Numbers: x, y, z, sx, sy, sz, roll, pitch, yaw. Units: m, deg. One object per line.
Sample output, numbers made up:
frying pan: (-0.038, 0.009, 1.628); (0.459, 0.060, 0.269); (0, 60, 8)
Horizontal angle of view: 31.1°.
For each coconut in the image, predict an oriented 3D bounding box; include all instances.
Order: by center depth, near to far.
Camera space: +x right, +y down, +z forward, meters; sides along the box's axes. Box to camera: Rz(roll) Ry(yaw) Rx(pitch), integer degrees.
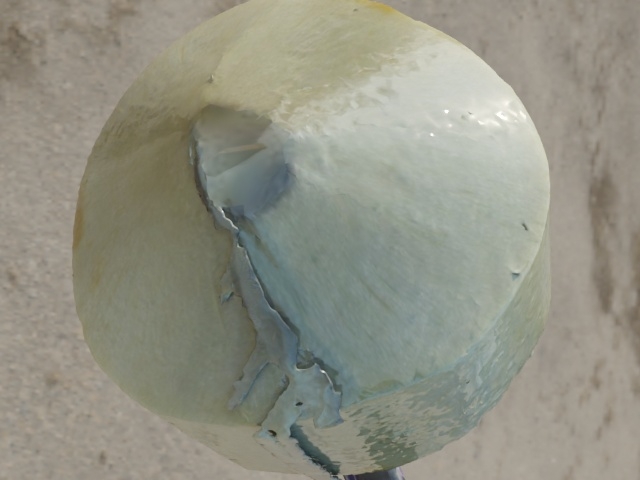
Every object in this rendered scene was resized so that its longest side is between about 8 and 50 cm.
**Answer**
coconut: (0.000, 0.000, 0.735); (0.323, 0.323, 0.322); (-15, 108, -59)

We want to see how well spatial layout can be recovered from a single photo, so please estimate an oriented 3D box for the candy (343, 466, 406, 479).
candy: (0.096, 0.344, 1.169); (0.088, 0.061, 0.312); (76, -8, -66)
